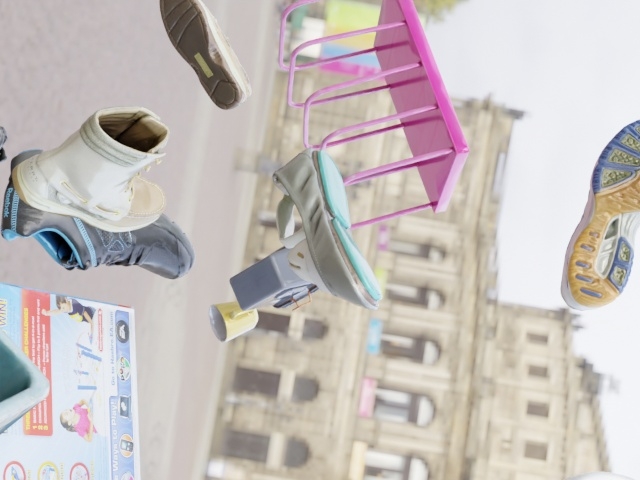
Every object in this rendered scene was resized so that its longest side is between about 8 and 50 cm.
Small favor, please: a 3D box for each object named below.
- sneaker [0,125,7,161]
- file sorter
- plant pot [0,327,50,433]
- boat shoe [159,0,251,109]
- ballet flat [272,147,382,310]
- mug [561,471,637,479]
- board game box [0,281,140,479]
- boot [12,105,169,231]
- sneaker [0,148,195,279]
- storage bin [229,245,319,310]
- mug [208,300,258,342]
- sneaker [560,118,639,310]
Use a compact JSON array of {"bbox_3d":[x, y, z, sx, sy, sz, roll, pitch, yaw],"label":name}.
[{"bbox_3d":[-0.512,-0.114,1.909,0.188,0.078,0.067,-44,-111,52],"label":"sneaker"},{"bbox_3d":[0.062,-0.187,1.789,0.202,0.182,0.290,99,-26,-68],"label":"file sorter"},{"bbox_3d":[-0.358,0.102,0.720,0.252,0.248,0.247,-44,178,11],"label":"plant pot"},{"bbox_3d":[-0.155,-0.270,1.750,0.190,0.068,0.072,64,29,-9],"label":"boat shoe"},{"bbox_3d":[0.000,0.000,1.098,0.072,0.068,0.213,51,14,-37],"label":"ballet flat"},{"bbox_3d":[0.267,0.436,1.569,0.276,0.374,0.328,-65,177,-55],"label":"mug"},{"bbox_3d":[-0.375,0.229,1.752,0.302,0.086,0.308,19,64,-58],"label":"board game box"},{"bbox_3d":[-0.225,-0.083,1.480,0.165,0.213,0.077,-31,-118,33],"label":"boot"},{"bbox_3d":[-0.337,-0.003,1.915,0.125,0.341,0.139,-15,-125,44],"label":"sneaker"},{"bbox_3d":[-0.064,0.061,1.899,0.135,0.091,0.098,-30,-99,43],"label":"storage bin"},{"bbox_3d":[-0.130,0.124,1.997,0.078,0.064,0.062,23,-56,56],"label":"mug"},{"bbox_3d":[0.410,-0.038,1.811,0.296,0.112,0.131,-61,177,-12],"label":"sneaker"}]
